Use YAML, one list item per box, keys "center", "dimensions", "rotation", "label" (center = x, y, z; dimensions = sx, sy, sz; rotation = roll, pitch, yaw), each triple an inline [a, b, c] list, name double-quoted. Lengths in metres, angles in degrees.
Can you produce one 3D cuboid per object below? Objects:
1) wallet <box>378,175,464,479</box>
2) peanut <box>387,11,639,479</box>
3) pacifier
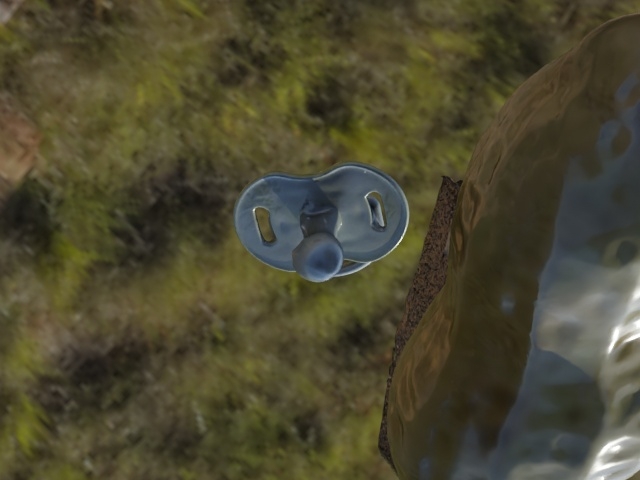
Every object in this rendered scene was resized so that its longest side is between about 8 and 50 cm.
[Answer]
- center: [0.119, 0.106, 1.182]
  dimensions: [0.071, 0.221, 0.262]
  rotation: [2, 110, -15]
  label: "wallet"
- center: [0.107, 0.024, 0.633]
  dimensions: [0.111, 0.125, 0.274]
  rotation: [-66, 175, -46]
  label: "peanut"
- center: [0.000, 0.000, 0.718]
  dimensions: [0.083, 0.064, 0.068]
  rotation: [-7, 124, 10]
  label: "pacifier"
